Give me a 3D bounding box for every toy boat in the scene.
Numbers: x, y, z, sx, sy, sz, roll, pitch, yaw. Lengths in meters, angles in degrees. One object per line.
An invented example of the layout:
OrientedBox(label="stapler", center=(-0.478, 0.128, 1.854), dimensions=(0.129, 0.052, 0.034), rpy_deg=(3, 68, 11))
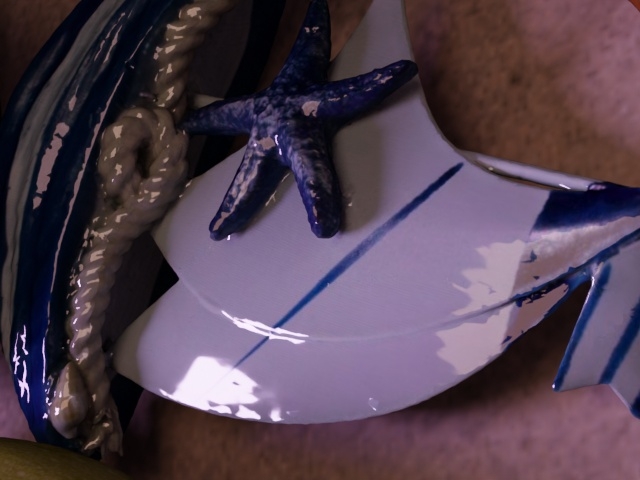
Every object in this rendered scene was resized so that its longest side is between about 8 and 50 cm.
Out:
OrientedBox(label="toy boat", center=(-0.004, -0.029, 0.654), dimensions=(0.291, 0.070, 0.210), rpy_deg=(-11, 69, 31))

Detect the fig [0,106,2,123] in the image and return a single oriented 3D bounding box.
OrientedBox(label="fig", center=(-0.294, -0.085, 0.681), dimensions=(0.286, 0.369, 0.286), rpy_deg=(-13, 48, 15))

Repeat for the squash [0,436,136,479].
OrientedBox(label="squash", center=(-0.114, 0.112, 0.638), dimensions=(0.341, 0.094, 0.095), rpy_deg=(-7, 67, 51))

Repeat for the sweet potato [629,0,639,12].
OrientedBox(label="sweet potato", center=(0.155, -0.049, 0.504), dimensions=(0.112, 0.112, 0.359), rpy_deg=(-44, 47, 15))
